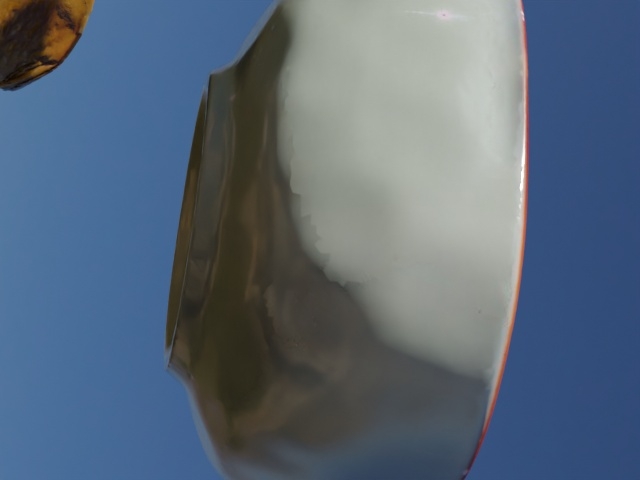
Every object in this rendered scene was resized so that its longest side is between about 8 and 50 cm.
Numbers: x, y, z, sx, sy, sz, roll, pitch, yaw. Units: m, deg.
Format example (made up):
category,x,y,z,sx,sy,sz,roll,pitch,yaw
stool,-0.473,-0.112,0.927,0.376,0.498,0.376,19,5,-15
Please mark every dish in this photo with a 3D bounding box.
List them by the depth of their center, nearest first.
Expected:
category,x,y,z,sx,sy,sz,roll,pitch,yaw
dish,0.000,0.000,0.708,0.256,0.117,0.256,-172,-90,-82

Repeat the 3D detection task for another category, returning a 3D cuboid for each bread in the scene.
category,x,y,z,sx,sy,sz,roll,pitch,yaw
bread,-0.186,-0.151,0.951,0.044,0.129,0.126,17,-94,46
